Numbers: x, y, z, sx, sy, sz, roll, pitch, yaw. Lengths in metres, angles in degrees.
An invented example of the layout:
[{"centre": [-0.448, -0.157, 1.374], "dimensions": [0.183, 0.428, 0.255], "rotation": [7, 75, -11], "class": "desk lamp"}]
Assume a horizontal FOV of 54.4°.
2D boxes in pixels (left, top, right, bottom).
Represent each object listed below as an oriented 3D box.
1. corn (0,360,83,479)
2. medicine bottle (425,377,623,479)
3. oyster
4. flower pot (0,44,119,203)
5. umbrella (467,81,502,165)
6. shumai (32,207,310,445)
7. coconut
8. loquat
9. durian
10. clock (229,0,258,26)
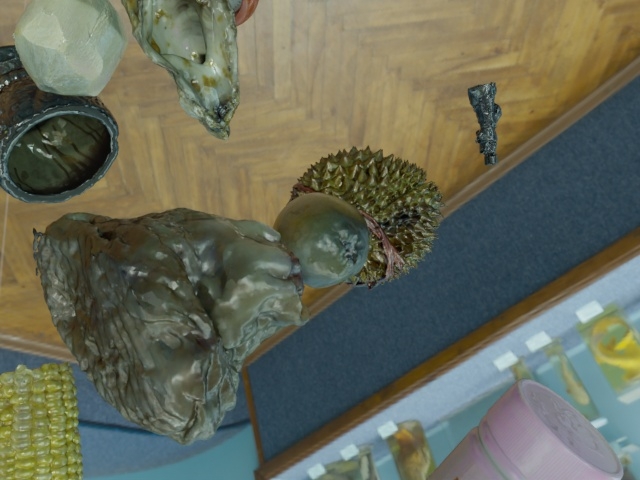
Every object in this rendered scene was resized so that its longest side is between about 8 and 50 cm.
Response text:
[{"centre": [-0.265, 0.237, 0.573], "dimensions": [0.093, 0.244, 0.093], "rotation": [-3, 169, -1], "class": "corn"}, {"centre": [0.289, 0.398, 0.981], "dimensions": [0.202, 0.202, 0.316], "rotation": [20, 113, -38], "class": "medicine bottle"}, {"centre": [-0.174, -0.286, 0.805], "dimensions": [0.166, 0.110, 0.341], "rotation": [-44, 147, -19], "class": "oyster"}, {"centre": [-0.595, -0.255, 1.299], "dimensions": [0.266, 0.267, 0.266], "rotation": [-33, 154, -18], "class": "flower pot"}, {"centre": [0.460, -0.318, 1.709], "dimensions": [0.080, 0.224, 0.071], "rotation": [-6, -169, 23], "class": "umbrella"}, {"centre": [-0.121, 0.061, 0.570], "dimensions": [0.185, 0.218, 0.184], "rotation": [-13, 114, -47], "class": "shumai"}, {"centre": [-0.392, -0.305, 0.971], "dimensions": [0.161, 0.162, 0.161], "rotation": [20, 164, 6], "class": "coconut"}, {"centre": [0.000, 0.000, 1.126], "dimensions": [0.179, 0.179, 0.227], "rotation": [-18, -178, -1], "class": "loquat"}, {"centre": [0.090, -0.049, 1.442], "dimensions": [0.384, 0.347, 0.347], "rotation": [-21, 150, -39], "class": "durian"}, {"centre": [-0.195, -0.438, 1.022], "dimensions": [0.205, 0.051, 0.205], "rotation": [18, 150, 11], "class": "clock"}]
